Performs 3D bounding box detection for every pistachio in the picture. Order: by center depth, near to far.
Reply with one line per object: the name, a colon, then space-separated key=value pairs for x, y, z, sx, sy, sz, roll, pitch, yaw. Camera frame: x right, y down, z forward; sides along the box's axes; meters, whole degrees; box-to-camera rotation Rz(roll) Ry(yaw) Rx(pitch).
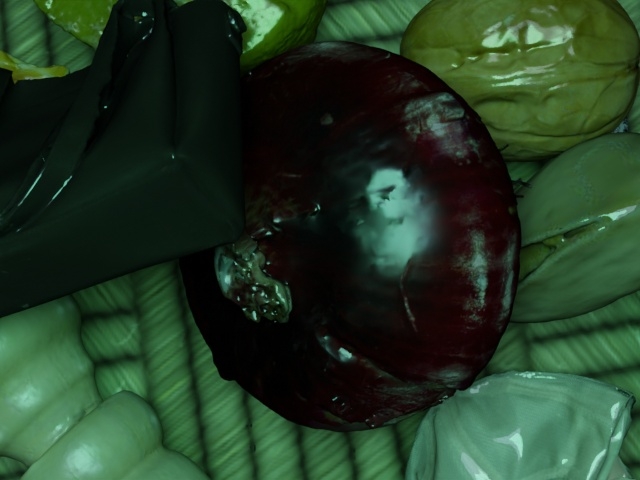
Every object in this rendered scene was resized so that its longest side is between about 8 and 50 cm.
pistachio: x=0.208 y=-0.006 z=1.005 sx=0.152 sy=0.223 sz=0.126 roll=-18 pitch=78 yaw=-46

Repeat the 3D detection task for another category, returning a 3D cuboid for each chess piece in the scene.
chess piece: x=-0.203 y=0.161 z=1.007 sx=0.167 sy=0.167 sz=0.300 roll=-43 pitch=84 yaw=-5

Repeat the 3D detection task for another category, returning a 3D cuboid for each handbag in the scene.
handbag: x=-0.190 y=-0.068 z=0.915 sx=0.285 sy=0.113 sz=0.257 roll=-19 pitch=41 yaw=18

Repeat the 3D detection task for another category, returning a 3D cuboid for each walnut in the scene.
walnut: x=0.165 y=-0.146 z=1.045 sx=0.206 sy=0.159 sz=0.159 roll=-4 pitch=79 yaw=9

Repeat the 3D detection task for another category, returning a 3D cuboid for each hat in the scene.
hat: x=0.172 y=0.240 z=1.011 sx=0.219 sy=0.164 sz=0.226 roll=-30 pitch=119 yaw=-25

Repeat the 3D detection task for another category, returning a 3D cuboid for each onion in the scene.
onion: x=0.000 y=0.000 z=0.961 sx=0.232 sy=0.314 sz=0.314 roll=-7 pitch=75 yaw=-43

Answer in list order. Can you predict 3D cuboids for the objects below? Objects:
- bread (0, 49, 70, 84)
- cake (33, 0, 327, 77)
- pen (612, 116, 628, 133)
bread: x=-0.305 y=-0.077 z=1.094 sx=0.125 sy=0.068 sz=0.188 roll=17 pitch=81 yaw=6
cake: x=-0.125 y=-0.231 z=1.073 sx=0.260 sy=0.156 sz=0.179 roll=33 pitch=100 yaw=12
pen: x=0.258 y=-0.087 z=1.091 sx=0.028 sy=0.028 sz=0.239 roll=1 pitch=80 yaw=3
